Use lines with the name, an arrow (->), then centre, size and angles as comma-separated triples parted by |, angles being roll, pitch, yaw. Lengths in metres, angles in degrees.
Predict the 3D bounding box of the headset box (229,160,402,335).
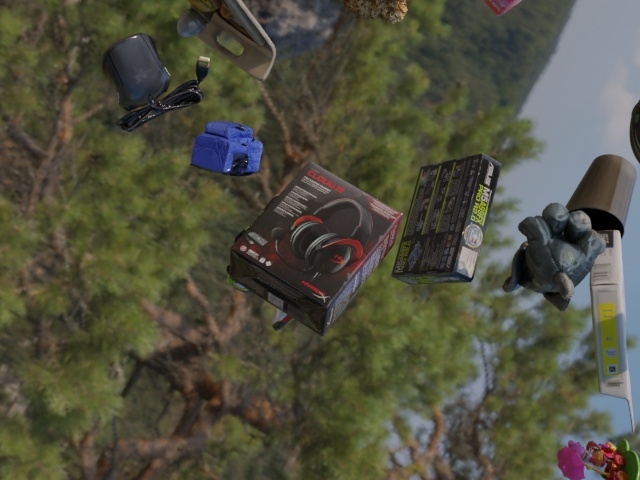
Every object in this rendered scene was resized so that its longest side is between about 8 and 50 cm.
headset box -> 0.000, 0.000, 1.753 | 0.293, 0.218, 0.110 | -49, 162, -31

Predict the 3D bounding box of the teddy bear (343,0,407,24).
teddy bear -> 0.125, -0.560, 1.787 | 0.113, 0.245, 0.338 | -24, -163, 37

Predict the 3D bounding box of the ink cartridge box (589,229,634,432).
ink cartridge box -> 0.575, 0.171, 1.840 | 0.303, 0.072, 0.307 | -52, 137, -65

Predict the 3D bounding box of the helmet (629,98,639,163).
helmet -> 0.686, -0.195, 1.800 | 0.169, 0.169, 0.162 | 115, -25, -52

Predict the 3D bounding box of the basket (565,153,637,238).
basket -> 0.759, -0.111, 2.501 | 0.204, 0.154, 0.227 | -23, -151, 55

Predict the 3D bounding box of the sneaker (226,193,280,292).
sneaker -> -0.121, -0.003, 1.894 | 0.097, 0.084, 0.235 | 50, 57, -53

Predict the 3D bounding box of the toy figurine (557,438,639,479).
toy figurine -> 0.610, 0.494, 2.083 | 0.173, 0.159, 0.130 | -74, -176, -53

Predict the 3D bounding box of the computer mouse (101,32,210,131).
computer mouse -> -0.258, -0.263, 1.535 | 0.184, 0.060, 0.262 | -28, 164, -15

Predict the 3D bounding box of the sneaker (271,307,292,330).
sneaker -> -0.065, 0.072, 2.071 | 0.270, 0.145, 0.090 | -52, 171, 32

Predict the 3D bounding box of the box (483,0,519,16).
box -> 0.262, -0.535, 1.485 | 0.154, 0.300, 0.142 | -39, 175, -32

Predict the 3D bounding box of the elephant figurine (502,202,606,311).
elephant figurine -> 0.426, 0.054, 1.758 | 0.186, 0.169, 0.239 | -30, 160, -26

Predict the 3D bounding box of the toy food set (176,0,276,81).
toy food set -> -0.222, -0.413, 1.620 | 0.092, 0.219, 0.306 | -50, 151, -2

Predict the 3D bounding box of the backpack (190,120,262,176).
backpack -> -0.164, -0.170, 1.734 | 0.120, 0.098, 0.101 | 0, 111, -57

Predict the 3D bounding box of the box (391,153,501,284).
box -> 0.268, -0.042, 1.993 | 0.216, 0.060, 0.270 | -9, -119, 59
